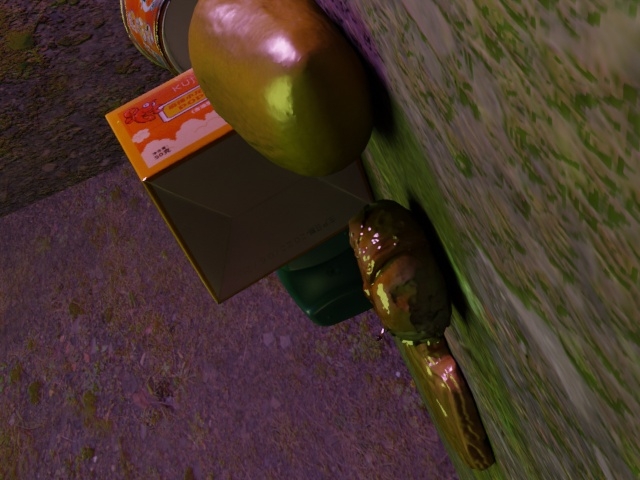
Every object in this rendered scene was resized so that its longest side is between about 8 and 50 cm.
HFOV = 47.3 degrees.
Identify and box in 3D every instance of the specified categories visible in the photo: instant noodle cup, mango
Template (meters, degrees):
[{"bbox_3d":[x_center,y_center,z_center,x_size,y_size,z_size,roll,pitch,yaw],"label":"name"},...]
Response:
[{"bbox_3d":[-0.212,-0.417,1.360,0.214,0.296,0.296,53,169,51],"label":"instant noodle cup"},{"bbox_3d":[-0.037,-0.156,0.727,0.195,0.142,0.332,59,177,-38],"label":"mango"}]

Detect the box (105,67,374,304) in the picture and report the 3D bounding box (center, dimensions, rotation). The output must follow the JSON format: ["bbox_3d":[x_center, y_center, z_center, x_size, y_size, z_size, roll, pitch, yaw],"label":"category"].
[{"bbox_3d":[-0.111,-0.114,1.064,0.214,0.283,0.259,49,167,46],"label":"box"}]

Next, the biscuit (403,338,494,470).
[{"bbox_3d":[0.174,0.205,1.081,0.269,0.051,0.376,-116,2,-50],"label":"biscuit"}]

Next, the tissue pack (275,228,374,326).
[{"bbox_3d":[0.000,0.000,1.343,0.287,0.198,0.206,63,-179,-46],"label":"tissue pack"}]

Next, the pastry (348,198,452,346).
[{"bbox_3d":[0.078,0.031,0.719,0.153,0.081,0.153,-14,-90,-86],"label":"pastry"}]
